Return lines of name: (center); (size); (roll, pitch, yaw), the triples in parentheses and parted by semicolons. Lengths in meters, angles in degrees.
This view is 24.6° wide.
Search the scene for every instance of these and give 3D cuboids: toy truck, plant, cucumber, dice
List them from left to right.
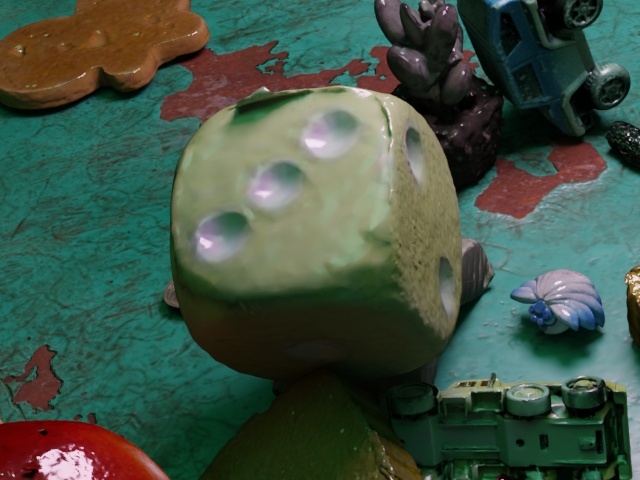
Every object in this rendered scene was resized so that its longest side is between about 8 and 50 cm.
dice: (0.000, 0.000, 1.523); (0.252, 0.254, 0.249); (-8, 66, 18)
plant: (0.154, -0.206, 1.913); (0.146, 0.274, 0.149); (11, 45, 32)
toy truck: (0.199, 0.201, 1.576); (0.260, 0.128, 0.135); (-5, 16, 11)
toy truck: (0.291, -0.267, 1.940); (0.156, 0.279, 0.155); (-32, 43, -1)
cucumber: (0.467, -0.086, 1.869); (0.044, 0.043, 0.257); (-38, 48, -20)

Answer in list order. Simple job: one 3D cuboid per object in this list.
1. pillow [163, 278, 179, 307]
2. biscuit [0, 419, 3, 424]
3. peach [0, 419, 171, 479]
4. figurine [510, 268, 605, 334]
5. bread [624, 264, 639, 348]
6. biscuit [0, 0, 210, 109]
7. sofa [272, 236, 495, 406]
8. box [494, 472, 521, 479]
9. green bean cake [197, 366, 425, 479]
pillow: (-0.109, 0.018, 1.905); (0.130, 0.033, 0.217); (9, 45, 25)
biscuit: (-0.438, 0.267, 1.708); (0.160, 0.030, 0.249); (-20, 41, -9)
peach: (-0.265, 0.340, 1.335); (0.370, 0.370, 0.370); (-7, 41, 6)
figurine: (0.288, 0.073, 1.722); (0.114, 0.079, 0.114); (9, 9, -1)
bread: (0.456, 0.073, 1.651); (0.222, 0.096, 0.181); (-24, 42, -10)
biscuit: (-0.355, -0.301, 2.315); (0.355, 0.052, 0.275); (-24, 42, -11)
sofa: (0.076, 0.088, 1.746); (0.210, 0.176, 0.225); (7, 16, 21)
box: (0.170, 0.424, 1.313); (0.264, 0.115, 0.415); (21, 52, 34)
green bean cake: (-0.001, 0.279, 1.481); (0.233, 0.124, 0.236); (-46, 41, 12)
